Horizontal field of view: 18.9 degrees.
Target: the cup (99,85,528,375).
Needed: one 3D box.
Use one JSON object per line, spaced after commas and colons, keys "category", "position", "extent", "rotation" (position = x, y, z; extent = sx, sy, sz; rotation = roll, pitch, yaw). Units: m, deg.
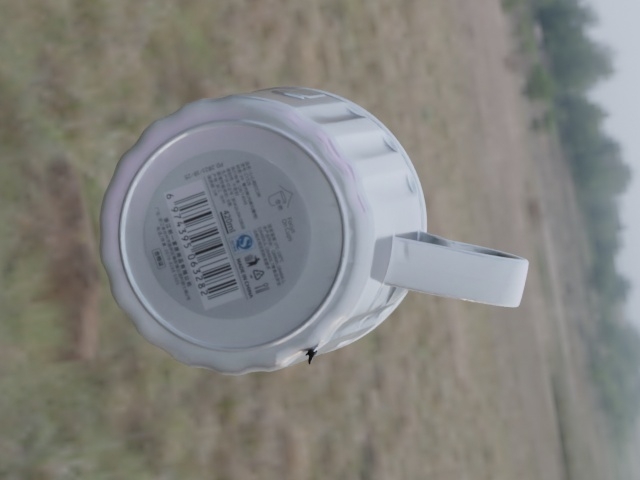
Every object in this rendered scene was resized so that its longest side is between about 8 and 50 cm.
{"category": "cup", "position": [-0.007, -0.014, 1.089], "extent": [0.202, 0.221, 0.167], "rotation": [-20, 93, -81]}
